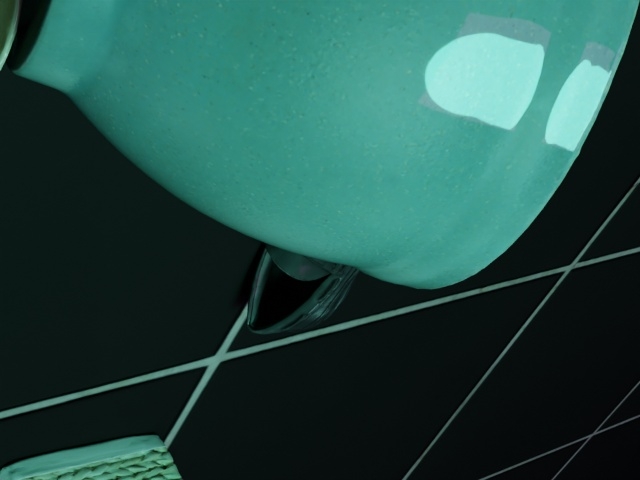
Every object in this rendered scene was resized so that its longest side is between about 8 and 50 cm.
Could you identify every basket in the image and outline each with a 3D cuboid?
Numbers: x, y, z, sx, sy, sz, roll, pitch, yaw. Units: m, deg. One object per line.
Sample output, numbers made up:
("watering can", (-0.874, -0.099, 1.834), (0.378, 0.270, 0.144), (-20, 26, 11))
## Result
("basket", (-0.193, 0.243, 1.147), (0.167, 0.103, 0.113), (-3, 137, -48))

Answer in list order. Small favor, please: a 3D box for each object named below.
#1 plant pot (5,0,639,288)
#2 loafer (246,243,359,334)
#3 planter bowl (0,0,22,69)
("plant pot", (-0.023, -0.137, 0.587), (0.196, 0.293, 0.293), (9, 134, -21))
("loafer", (0.000, 0.000, 1.024), (0.078, 0.076, 0.223), (-28, 157, -36))
("planter bowl", (-0.208, -0.112, 0.521), (0.162, 0.109, 0.162), (-22, 138, -22))
